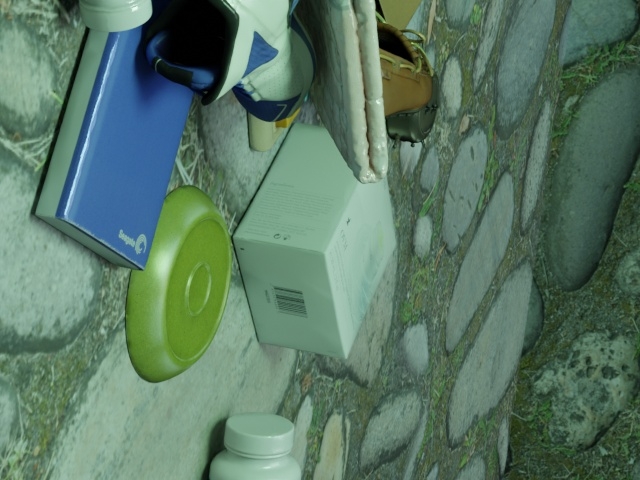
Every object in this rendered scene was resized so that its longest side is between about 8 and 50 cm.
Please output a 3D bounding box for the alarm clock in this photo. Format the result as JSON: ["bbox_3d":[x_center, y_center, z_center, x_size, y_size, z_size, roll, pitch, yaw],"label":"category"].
[{"bbox_3d":[0.158,-0.246,2.530,0.129,0.064,0.192,-14,110,-69],"label":"alarm clock"}]

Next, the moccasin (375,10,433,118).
[{"bbox_3d":[0.082,-0.256,2.192,0.380,0.139,0.147,-22,124,-67],"label":"moccasin"}]

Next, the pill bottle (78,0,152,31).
[{"bbox_3d":[-0.202,-0.286,1.439,0.094,0.094,0.169,-57,150,-48],"label":"pill bottle"}]

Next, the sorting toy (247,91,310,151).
[{"bbox_3d":[-0.039,-0.241,2.006,0.208,0.038,0.193,-54,148,-51],"label":"sorting toy"}]

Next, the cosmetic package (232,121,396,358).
[{"bbox_3d":[0.000,0.000,2.098,0.224,0.138,0.224,79,28,-47],"label":"cosmetic package"}]

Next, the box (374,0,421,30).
[{"bbox_3d":[0.136,-0.425,2.376,0.201,0.021,0.164,-60,153,-20],"label":"box"}]

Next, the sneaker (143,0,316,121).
[{"bbox_3d":[-0.104,-0.209,1.618,0.182,0.127,0.315,-45,164,-20],"label":"sneaker"}]

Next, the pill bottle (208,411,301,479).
[{"bbox_3d":[-0.091,0.347,2.044,0.124,0.124,0.221,-29,126,-66],"label":"pill bottle"}]

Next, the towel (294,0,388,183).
[{"bbox_3d":[0.003,-0.273,1.737,0.332,0.053,0.317,-112,-168,-54],"label":"towel"}]

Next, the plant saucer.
[{"bbox_3d":[-0.159,0.055,1.828,0.241,0.037,0.241,11,90,-71],"label":"plant saucer"}]

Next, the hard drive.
[{"bbox_3d":[-0.196,-0.147,1.612,0.210,0.040,0.318,44,59,-68],"label":"hard drive"}]
